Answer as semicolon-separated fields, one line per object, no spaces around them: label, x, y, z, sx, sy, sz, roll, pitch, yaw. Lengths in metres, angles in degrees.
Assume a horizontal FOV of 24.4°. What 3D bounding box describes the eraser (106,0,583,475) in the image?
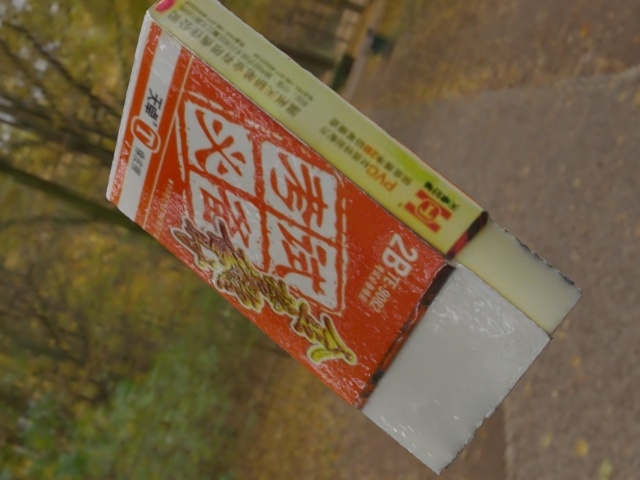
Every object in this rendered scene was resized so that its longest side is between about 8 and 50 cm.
eraser;0.000;0.000;0.704;0.038;0.230;0.157;-45;-11;-33
